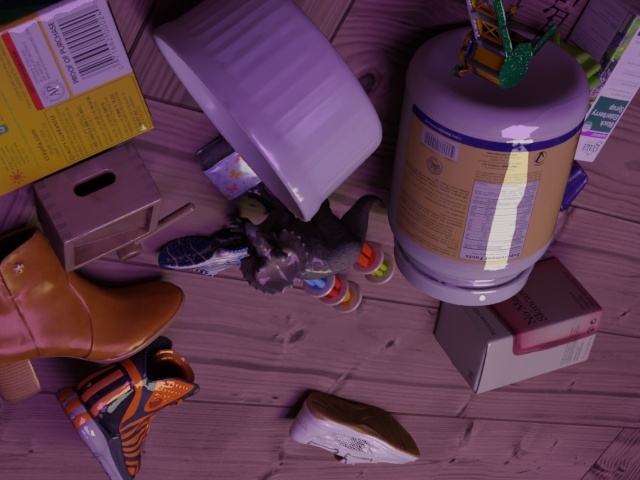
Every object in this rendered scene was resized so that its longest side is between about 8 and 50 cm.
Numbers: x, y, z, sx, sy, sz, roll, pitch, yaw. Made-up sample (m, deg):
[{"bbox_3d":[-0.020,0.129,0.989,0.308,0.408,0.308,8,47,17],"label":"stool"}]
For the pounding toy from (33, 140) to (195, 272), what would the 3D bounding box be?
[{"bbox_3d":[-0.256,-0.042,1.365,0.181,0.094,0.206,-27,170,-19],"label":"pounding toy"}]

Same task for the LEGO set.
[{"bbox_3d":[0.217,-0.369,1.317,0.331,0.192,0.255,-52,148,-4],"label":"LEGO set"}]

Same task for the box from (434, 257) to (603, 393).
[{"bbox_3d":[0.334,0.141,1.859,0.232,0.148,0.127,-13,134,-22],"label":"box"}]

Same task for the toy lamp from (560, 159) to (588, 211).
[{"bbox_3d":[0.302,-0.030,1.733,0.274,0.080,0.080,-39,138,4],"label":"toy lamp"}]

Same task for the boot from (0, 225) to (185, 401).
[{"bbox_3d":[-0.326,0.066,1.420,0.295,0.104,0.211,-28,127,-22],"label":"boot"}]

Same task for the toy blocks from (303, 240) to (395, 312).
[{"bbox_3d":[0.036,0.044,1.632,0.123,0.054,0.148,-42,150,8],"label":"toy blocks"}]

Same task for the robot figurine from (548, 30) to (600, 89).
[{"bbox_3d":[0.335,-0.244,1.532,0.067,0.115,0.101,-38,139,-22],"label":"robot figurine"}]

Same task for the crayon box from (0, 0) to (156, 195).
[{"bbox_3d":[-0.364,-0.154,1.201,0.318,0.081,0.202,-25,137,-11],"label":"crayon box"}]

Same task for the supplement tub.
[{"bbox_3d":[0.219,-0.098,1.499,0.241,0.241,0.331,-14,135,-21],"label":"supplement tub"}]

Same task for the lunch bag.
[{"bbox_3d":[-0.107,-0.104,1.430,0.083,0.053,0.071,-31,137,11],"label":"lunch bag"}]

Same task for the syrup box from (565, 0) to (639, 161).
[{"bbox_3d":[0.400,-0.237,1.591,0.093,0.096,0.237,4,125,-35],"label":"syrup box"}]

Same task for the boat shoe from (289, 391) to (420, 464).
[{"bbox_3d":[0.057,0.346,1.921,0.277,0.098,0.096,27,112,-34],"label":"boat shoe"}]

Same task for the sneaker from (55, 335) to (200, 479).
[{"bbox_3d":[-0.256,0.248,1.577,0.180,0.124,0.321,-33,162,-15],"label":"sneaker"}]

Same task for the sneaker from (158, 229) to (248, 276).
[{"bbox_3d":[-0.160,0.028,1.521,0.135,0.052,0.058,-9,139,-22],"label":"sneaker"}]

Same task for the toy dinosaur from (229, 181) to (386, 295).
[{"bbox_3d":[-0.021,0.002,1.490,0.313,0.160,0.121,-1,138,-47],"label":"toy dinosaur"}]

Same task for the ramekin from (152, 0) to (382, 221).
[{"bbox_3d":[-0.054,-0.168,1.249,0.135,0.277,0.277,-40,138,-5],"label":"ramekin"}]
